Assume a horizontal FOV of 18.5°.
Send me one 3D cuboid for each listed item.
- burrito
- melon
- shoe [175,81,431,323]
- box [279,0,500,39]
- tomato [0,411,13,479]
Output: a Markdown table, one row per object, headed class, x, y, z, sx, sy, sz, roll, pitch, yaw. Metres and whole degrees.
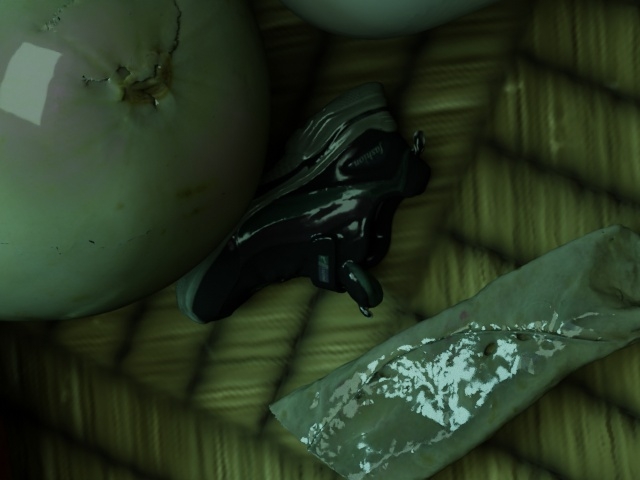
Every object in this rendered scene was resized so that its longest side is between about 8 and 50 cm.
| class | x | y | z | sx | sy | sz | roll | pitch | yaw |
| --- | --- | --- | --- | --- | --- | --- | --- | --- | --- |
| burrito | 0.081 | 0.069 | 1.039 | 0.226 | 0.060 | 0.087 | -33 | 73 | 18 |
| melon | -0.152 | -0.069 | 1.012 | 0.317 | 0.223 | 0.223 | 2 | 90 | 62 |
| shoe | 0.000 | 0.000 | 1.069 | 0.099 | 0.071 | 0.169 | 46 | 103 | 8 |
| box | 0.054 | -0.291 | 0.990 | 0.289 | 0.141 | 0.349 | -23 | 82 | 0 |
| tomato | -0.316 | 0.103 | 1.114 | 0.338 | 0.143 | 0.338 | 8 | 125 | 12 |
